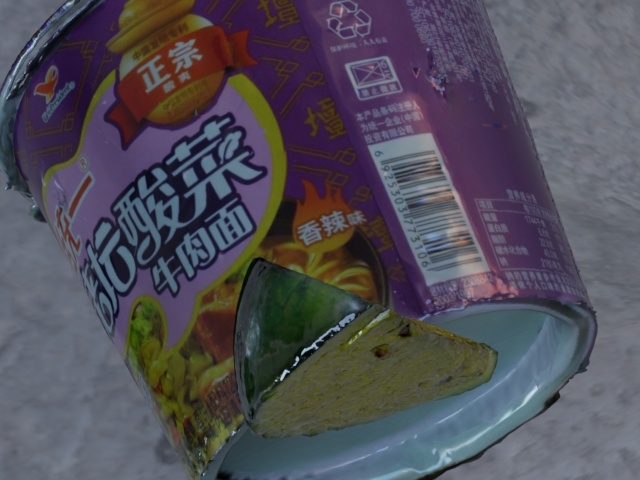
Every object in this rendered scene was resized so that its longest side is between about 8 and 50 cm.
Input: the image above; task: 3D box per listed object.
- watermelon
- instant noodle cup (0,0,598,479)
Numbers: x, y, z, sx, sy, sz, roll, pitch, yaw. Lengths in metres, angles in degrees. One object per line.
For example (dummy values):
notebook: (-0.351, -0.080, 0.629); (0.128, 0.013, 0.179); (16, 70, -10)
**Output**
watermelon: (0.006, 0.060, 0.732); (0.092, 0.181, 0.075); (16, 86, 22)
instant noodle cup: (0.000, 0.000, 0.985); (0.340, 0.340, 0.266); (-32, 64, 16)
